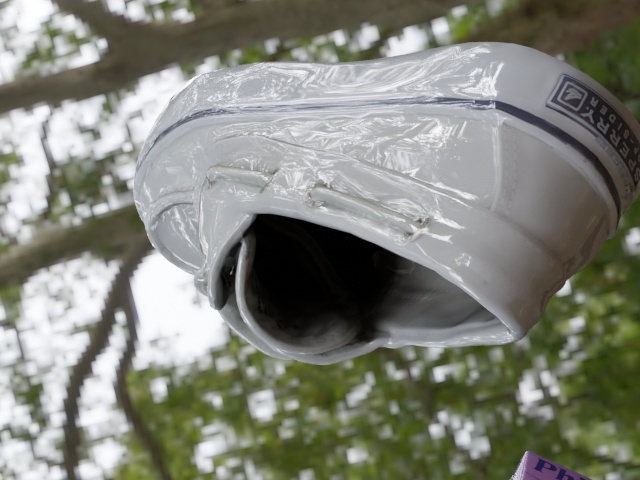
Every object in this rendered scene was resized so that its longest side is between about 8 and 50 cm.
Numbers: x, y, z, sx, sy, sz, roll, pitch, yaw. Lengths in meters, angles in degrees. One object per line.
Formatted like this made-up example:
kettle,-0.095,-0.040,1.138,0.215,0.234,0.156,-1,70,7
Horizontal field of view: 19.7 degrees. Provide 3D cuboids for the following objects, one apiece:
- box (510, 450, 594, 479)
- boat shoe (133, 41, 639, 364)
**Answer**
box,0.193,0.279,1.180,0.243,0.214,0.117,-64,-2,-64
boat shoe,0.000,0.000,0.632,0.096,0.267,0.088,44,-114,-27
